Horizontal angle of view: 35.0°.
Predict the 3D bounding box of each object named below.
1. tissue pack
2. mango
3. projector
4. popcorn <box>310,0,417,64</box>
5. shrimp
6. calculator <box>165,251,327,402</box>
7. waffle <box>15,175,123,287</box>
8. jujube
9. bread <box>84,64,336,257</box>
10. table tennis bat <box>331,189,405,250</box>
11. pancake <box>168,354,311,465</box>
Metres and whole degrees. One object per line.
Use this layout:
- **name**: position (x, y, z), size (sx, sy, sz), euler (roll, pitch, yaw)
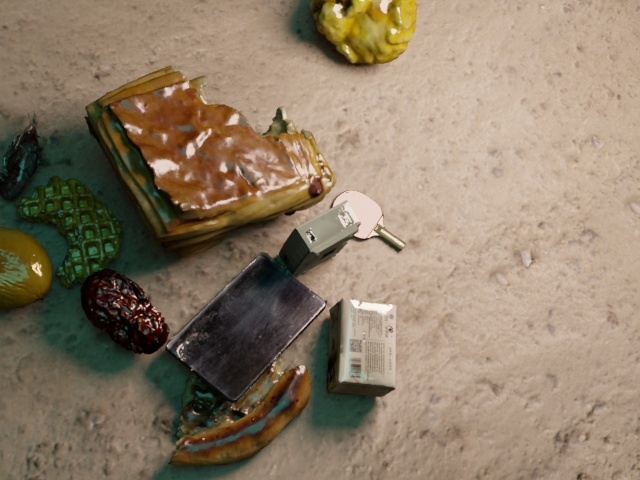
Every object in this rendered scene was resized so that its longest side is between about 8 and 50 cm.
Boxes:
- **tissue pack**: position (0.071, 0.186, 1.750), size (0.106, 0.099, 0.149), euler (8, 69, -13)
- **mango**: position (-0.557, 0.041, 1.658), size (0.237, 0.091, 0.137), euler (6, 64, -5)
- **projector**: position (0.000, 0.000, 1.774), size (0.115, 0.147, 0.061), euler (-31, 82, -21)
- **popcorn**: position (0.081, -0.453, 1.958), size (0.203, 0.226, 0.200), euler (-10, 29, 21)
- **shrimp**: position (-0.513, -0.146, 1.752), size (0.056, 0.065, 0.165), euler (31, 56, -36)
- **calculator**: position (-0.123, 0.145, 1.728), size (0.161, 0.021, 0.261), euler (38, 59, 15)
- **waffle**: position (-0.427, -0.021, 1.731), size (0.194, 0.051, 0.149), euler (46, 66, 4)
- **jujube**: position (-0.327, 0.123, 1.681), size (0.104, 0.104, 0.166), euler (-39, 86, -22)
- **bread**: position (-0.196, -0.138, 1.759), size (0.369, 0.191, 0.314), euler (-22, 71, -32)
- **table tennis bat**: position (0.091, -0.032, 1.882), size (0.156, 0.013, 0.087), euler (34, 64, 2)
- **pancake**: position (-0.126, 0.272, 1.693), size (0.212, 0.056, 0.258), euler (15, 67, -6)
